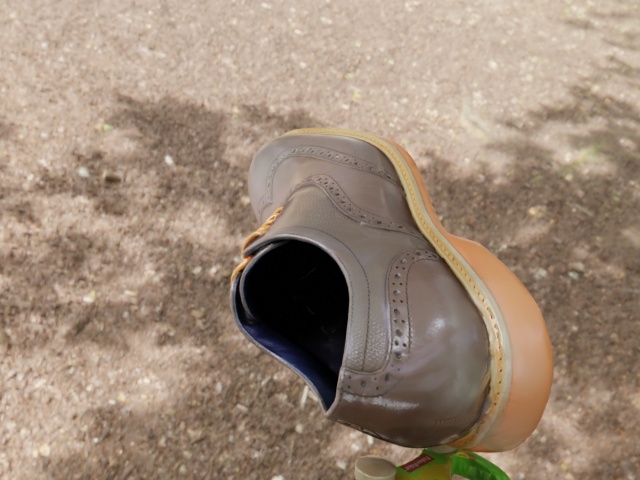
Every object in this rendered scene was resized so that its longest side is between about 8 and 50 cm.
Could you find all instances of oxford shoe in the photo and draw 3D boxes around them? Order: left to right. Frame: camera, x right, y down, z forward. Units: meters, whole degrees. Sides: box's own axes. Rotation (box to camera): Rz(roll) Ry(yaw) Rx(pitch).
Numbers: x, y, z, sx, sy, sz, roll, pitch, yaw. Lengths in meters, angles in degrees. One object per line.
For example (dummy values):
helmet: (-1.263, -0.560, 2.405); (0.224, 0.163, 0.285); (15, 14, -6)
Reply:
oxford shoe: (0.000, 0.000, 0.542); (0.133, 0.130, 0.363); (5, 21, -25)

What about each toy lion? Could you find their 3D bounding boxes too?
toy lion: (0.071, 0.144, 0.439); (0.096, 0.034, 0.100); (20, 20, 39)
